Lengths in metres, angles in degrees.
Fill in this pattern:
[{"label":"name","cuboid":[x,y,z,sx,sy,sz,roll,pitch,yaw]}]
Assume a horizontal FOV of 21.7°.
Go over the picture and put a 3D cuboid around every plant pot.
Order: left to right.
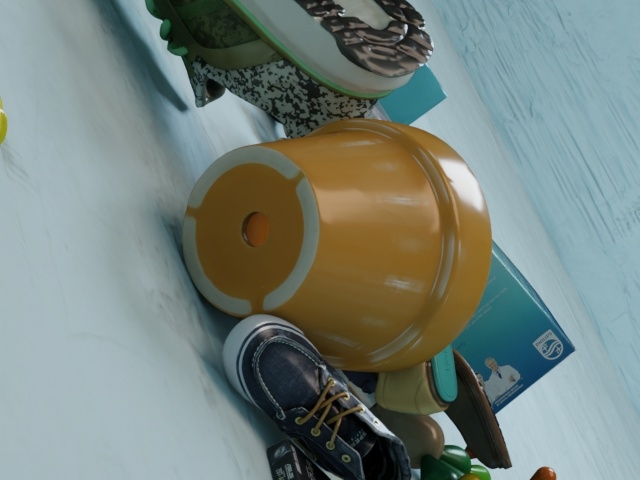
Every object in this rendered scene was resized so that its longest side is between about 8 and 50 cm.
[{"label":"plant pot","cuboid":[0.000,0.000,1.293,0.188,0.205,0.205,7,53,-56]}]

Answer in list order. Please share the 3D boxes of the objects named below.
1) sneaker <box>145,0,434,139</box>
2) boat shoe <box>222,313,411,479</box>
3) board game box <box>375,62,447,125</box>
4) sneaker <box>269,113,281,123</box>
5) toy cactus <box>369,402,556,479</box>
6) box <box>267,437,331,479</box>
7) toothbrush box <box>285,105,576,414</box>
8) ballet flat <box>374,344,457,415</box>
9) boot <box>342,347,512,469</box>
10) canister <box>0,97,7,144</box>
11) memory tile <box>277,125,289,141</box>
[{"label":"sneaker","cuboid":[-0.104,-0.206,1.458,0.410,0.182,0.158,40,33,21]},{"label":"boat shoe","cuboid":[0.004,0.123,1.209,0.083,0.065,0.183,28,-16,45]},{"label":"board game box","cuboid":[-0.009,-0.292,1.965,0.336,0.079,0.254,56,-9,-15]},{"label":"sneaker","cuboid":[-0.015,-0.148,1.841,0.217,0.079,0.121,50,26,-36]},{"label":"toy cactus","cuboid":[0.119,0.207,1.497,0.180,0.112,0.219,50,21,2]},{"label":"box","cuboid":[-0.007,0.190,1.186,0.067,0.018,0.083,49,16,-41]},{"label":"toothbrush box","cuboid":[0.090,0.008,1.602,0.295,0.126,0.216,48,6,-12]},{"label":"ballet flat","cuboid":[0.069,0.031,1.398,0.080,0.073,0.232,27,59,-58]},{"label":"boot","cuboid":[0.076,0.122,1.453,0.219,0.106,0.082,60,0,13]},{"label":"canister","cuboid":[-0.218,-0.054,0.792,0.126,0.073,0.170,54,15,-23]},{"label":"memory tile","cuboid":[-0.006,-0.100,1.758,0.148,0.012,0.113,42,52,-57]}]
